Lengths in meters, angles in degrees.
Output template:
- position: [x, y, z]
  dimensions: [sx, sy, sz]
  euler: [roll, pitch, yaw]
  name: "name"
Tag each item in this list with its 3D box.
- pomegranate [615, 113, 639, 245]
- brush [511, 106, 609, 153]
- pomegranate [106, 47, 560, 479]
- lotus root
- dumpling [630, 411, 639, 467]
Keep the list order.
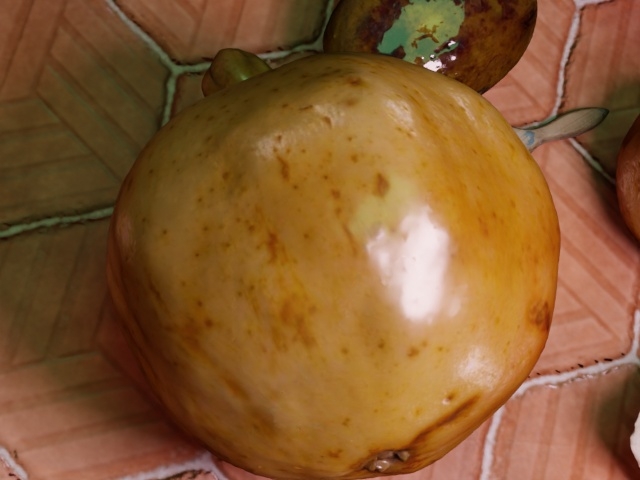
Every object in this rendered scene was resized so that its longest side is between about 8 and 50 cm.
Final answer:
- position: [0.388, -0.050, 1.709]
  dimensions: [0.215, 0.215, 0.215]
  euler: [5, 68, -12]
  name: "pomegranate"
- position: [0.208, -0.101, 1.783]
  dimensions: [0.196, 0.021, 0.070]
  euler: [-19, 74, -22]
  name: "brush"
- position: [0.000, 0.000, 1.510]
  dimensions: [0.410, 0.410, 0.410]
  euler: [5, 68, -12]
  name: "pomegranate"
- position: [0.104, -0.205, 1.729]
  dimensions: [0.169, 0.141, 0.314]
  euler: [43, 66, 9]
  name: "lotus root"
- position: [0.378, 0.172, 1.670]
  dimensions: [0.229, 0.124, 0.151]
  euler: [-17, 112, -27]
  name: "dumpling"
